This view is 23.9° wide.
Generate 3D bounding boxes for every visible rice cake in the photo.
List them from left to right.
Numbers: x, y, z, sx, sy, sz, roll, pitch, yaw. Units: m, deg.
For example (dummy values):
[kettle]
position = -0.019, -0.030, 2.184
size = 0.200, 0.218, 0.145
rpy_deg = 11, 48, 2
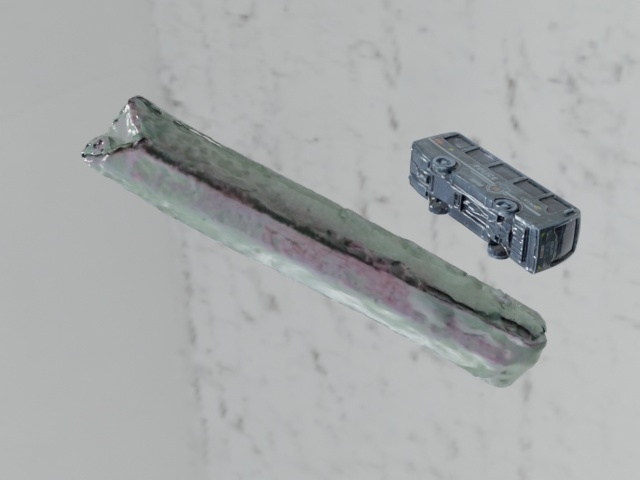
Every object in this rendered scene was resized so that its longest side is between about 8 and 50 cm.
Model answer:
[rice cake]
position = -0.001, 0.001, 0.628
size = 0.033, 0.208, 0.033
rpy_deg = -59, 6, 34

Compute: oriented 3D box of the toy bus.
[toy bus]
position = 0.135, -0.033, 1.190
size = 0.065, 0.166, 0.047
rpy_deg = -18, -53, -30
